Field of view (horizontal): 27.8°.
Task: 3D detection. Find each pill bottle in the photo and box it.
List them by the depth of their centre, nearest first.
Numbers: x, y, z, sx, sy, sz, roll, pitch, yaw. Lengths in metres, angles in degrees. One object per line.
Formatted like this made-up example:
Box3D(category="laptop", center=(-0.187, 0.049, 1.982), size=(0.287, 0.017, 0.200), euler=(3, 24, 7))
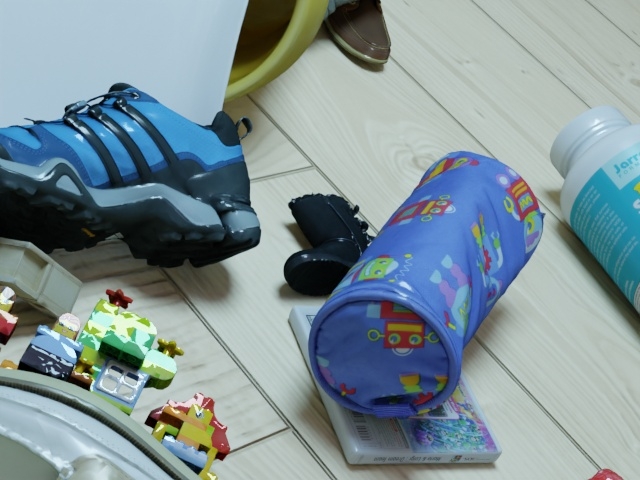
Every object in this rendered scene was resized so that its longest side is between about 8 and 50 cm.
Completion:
Box3D(category="pill bottle", center=(0.344, -0.019, 1.321), size=(0.146, 0.146, 0.264), euler=(-3, 46, -37))

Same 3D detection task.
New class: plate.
Box3D(category="plate", center=(-0.207, -0.175, 1.082), size=(0.278, 0.277, 0.045), euler=(13, 2, -22))

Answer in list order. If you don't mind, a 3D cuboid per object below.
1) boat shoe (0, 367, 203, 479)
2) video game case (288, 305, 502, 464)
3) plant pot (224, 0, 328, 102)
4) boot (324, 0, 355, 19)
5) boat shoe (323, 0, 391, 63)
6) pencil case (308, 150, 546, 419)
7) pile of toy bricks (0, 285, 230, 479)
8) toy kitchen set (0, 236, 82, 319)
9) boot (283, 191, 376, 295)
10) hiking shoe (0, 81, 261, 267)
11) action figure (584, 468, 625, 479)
Box3D(category="boat shoe", center=(-0.135, 0.178, 0.779), size=(0.302, 0.113, 0.103), euler=(27, 30, -5))
Box3D(category="video game case", center=(0.060, 0.118, 1.067), size=(0.143, 0.019, 0.157), euler=(5, 41, -30))
Box3D(category="plant pot", center=(-0.098, -0.268, 1.263), size=(0.254, 0.254, 0.239), euler=(33, 19, 6))
Box3D(category="boot", center=(-0.044, -0.330, 1.465), size=(0.161, 0.083, 0.246), euler=(-32, 56, -18))
Box3D(category="boat shoe", center=(0.038, -0.273, 1.496), size=(0.064, 0.060, 0.178), euler=(5, 42, -30))
Box3D(category="pencil case", center=(0.096, 0.034, 1.081), size=(0.306, 0.119, 0.133), euler=(-48, 124, -56))
Box3D(category="pile of toy bricks", center=(-0.147, 0.083, 0.870), size=(0.212, 0.118, 0.105), euler=(27, 54, -5))
Box3D(category="toy kitchen set", center=(-0.239, 0.041, 0.954), size=(0.083, 0.075, 0.068), euler=(9, 69, 28))
Box3D(category="boot", center=(0.000, 0.000, 1.148), size=(0.121, 0.045, 0.099), euler=(5, 44, -41))
Box3D(category="hiking shoe", center=(-0.185, -0.061, 1.010), size=(0.304, 0.113, 0.132), euler=(12, 64, -40))
Box3D(category="action figure", center=(0.135, 0.245, 0.896), size=(0.280, 0.091, 0.139), euler=(-3, 37, -37))
